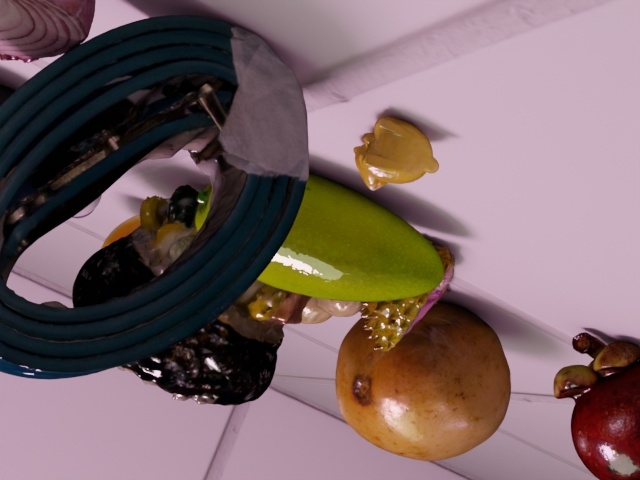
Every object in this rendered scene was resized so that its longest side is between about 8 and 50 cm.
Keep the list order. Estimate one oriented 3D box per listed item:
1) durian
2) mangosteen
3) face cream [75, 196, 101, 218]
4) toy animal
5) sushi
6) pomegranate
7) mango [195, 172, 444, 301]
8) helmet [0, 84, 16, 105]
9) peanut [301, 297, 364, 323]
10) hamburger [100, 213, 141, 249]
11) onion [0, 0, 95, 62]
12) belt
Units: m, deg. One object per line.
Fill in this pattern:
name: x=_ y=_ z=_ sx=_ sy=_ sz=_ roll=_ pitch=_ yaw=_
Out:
durian: x=0.113 y=0.081 z=1.933 sx=0.153 sy=0.187 sz=0.260 roll=14 pitch=153 yaw=5
mangosteen: x=0.457 y=0.250 z=1.972 sx=0.257 sy=0.215 sz=0.215 roll=49 pitch=169 yaw=8
face cream: x=-0.406 y=-0.093 z=2.176 sx=0.092 sy=0.092 sz=0.311 roll=22 pitch=166 yaw=-2
toy animal: x=0.074 y=-0.091 z=1.499 sx=0.083 sy=0.070 sz=0.159 roll=23 pitch=171 yaw=-12
sushi: x=-0.184 y=0.062 z=2.031 sx=0.328 sy=0.285 sz=0.328 roll=24 pitch=-164 yaw=-24
pomegranate: x=0.164 y=0.229 z=2.149 sx=0.307 sy=0.307 sz=0.307 roll=21 pitch=166 yaw=5
mango: x=0.000 y=0.000 z=1.764 sx=0.343 sy=0.156 sz=0.192 roll=19 pitch=167 yaw=6
helmet: x=-0.484 y=-0.135 z=1.950 sx=0.230 sy=0.160 sz=0.279 roll=-20 pitch=97 yaw=42
peanut: x=0.007 y=0.081 z=2.149 sx=0.236 sy=0.120 sz=0.110 roll=7 pitch=122 yaw=64
hamburger: x=-0.252 y=0.076 z=2.330 sx=0.295 sy=0.227 sz=0.151 roll=23 pitch=-172 yaw=-7
onion: x=-0.343 y=-0.267 z=1.327 sx=0.227 sy=0.120 sz=0.283 roll=25 pitch=161 yaw=-22
belt: x=-0.204 y=-0.041 z=1.356 sx=0.300 sy=0.436 sz=0.173 roll=52 pitch=162 yaw=-9
